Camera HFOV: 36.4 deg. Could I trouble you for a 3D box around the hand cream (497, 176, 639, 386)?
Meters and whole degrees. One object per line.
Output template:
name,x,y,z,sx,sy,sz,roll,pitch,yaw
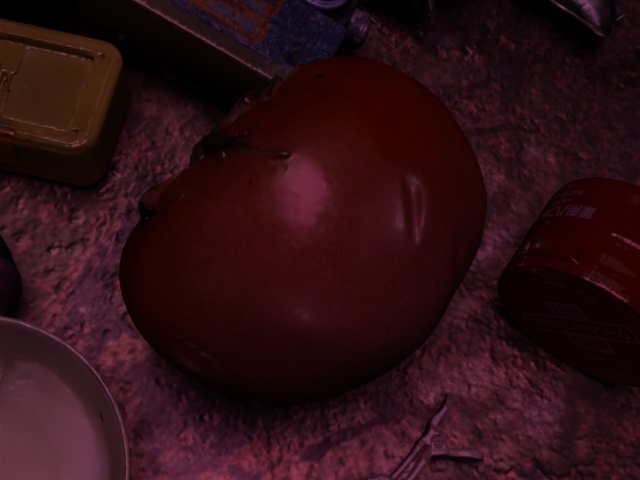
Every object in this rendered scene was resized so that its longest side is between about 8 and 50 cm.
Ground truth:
hand cream,0.284,0.041,0.956,0.193,0.193,0.125,34,67,7

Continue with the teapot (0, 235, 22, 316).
teapot,-0.368,0.021,0.943,0.116,0.148,0.146,4,49,-44

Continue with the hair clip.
hair clip,0.061,0.243,0.932,0.226,0.034,0.072,-35,77,-17

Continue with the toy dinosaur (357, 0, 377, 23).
toy dinosaur,0.032,-0.343,1.154,0.058,0.037,0.180,-1,86,-29

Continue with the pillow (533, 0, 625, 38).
pillow,0.298,-0.291,1.160,0.136,0.055,0.091,38,67,7

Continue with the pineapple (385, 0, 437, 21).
pineapple,0.165,-0.378,1.128,0.340,0.169,0.169,-38,77,-18

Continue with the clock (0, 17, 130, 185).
clock,-0.311,-0.146,1.008,0.202,0.096,0.143,13,70,-1

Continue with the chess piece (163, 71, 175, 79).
chess piece,-0.169,-0.223,1.090,0.035,0.035,0.092,-4,73,-9

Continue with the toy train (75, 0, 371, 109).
toy train,-0.100,-0.254,1.043,0.300,0.131,0.202,28,71,-8

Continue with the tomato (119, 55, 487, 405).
tomato,0.000,0.000,0.870,0.273,0.341,0.341,45,69,-6

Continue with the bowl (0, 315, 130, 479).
bowl,-0.300,0.212,0.841,0.277,0.145,0.277,2,70,-7
